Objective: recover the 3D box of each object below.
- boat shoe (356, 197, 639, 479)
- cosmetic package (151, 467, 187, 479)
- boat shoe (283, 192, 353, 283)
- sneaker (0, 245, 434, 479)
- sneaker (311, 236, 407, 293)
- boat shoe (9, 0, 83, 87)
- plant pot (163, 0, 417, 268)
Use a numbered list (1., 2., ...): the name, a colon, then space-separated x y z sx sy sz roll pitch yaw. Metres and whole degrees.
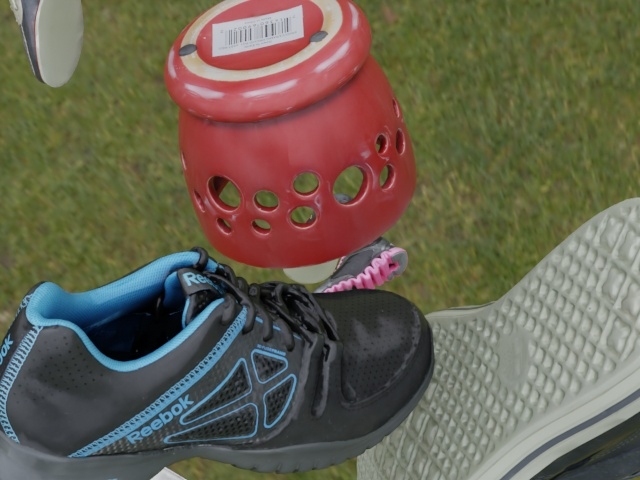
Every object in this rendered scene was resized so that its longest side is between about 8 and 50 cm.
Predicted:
1. boat shoe: 0.172 0.117 1.153 0.156 0.500 0.186 12 61 -24
2. cosmetic package: -0.124 0.325 1.536 0.160 0.309 0.113 30 74 11
3. boat shoe: 0.002 0.001 1.561 0.049 0.133 0.042 27 52 -6
4. sneaker: -0.054 0.076 1.015 0.341 0.139 0.125 -11 43 -35
5. sneaker: 0.036 0.035 1.706 0.119 0.047 0.057 -30 51 -14
6. boat shoe: -0.201 -0.178 1.102 0.043 0.049 0.137 4 105 31
7. plant pot: -0.029 -0.098 1.259 0.191 0.174 0.191 -10 41 9
